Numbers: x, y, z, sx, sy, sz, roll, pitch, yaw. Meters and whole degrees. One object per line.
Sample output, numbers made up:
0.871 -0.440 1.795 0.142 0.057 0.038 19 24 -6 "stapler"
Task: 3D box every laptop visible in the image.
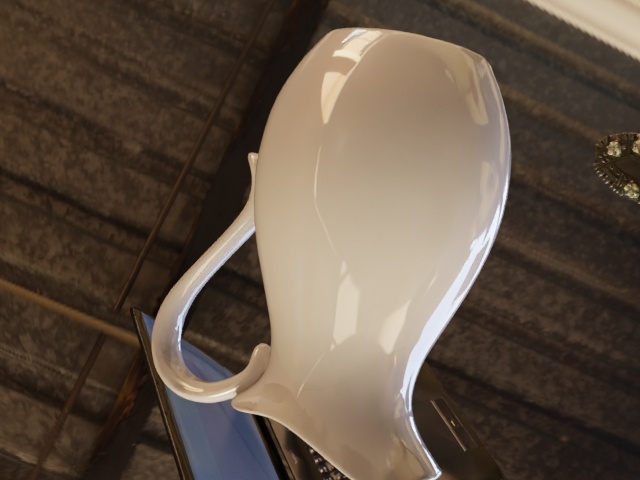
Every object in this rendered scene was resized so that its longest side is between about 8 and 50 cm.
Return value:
-0.002 0.136 0.784 0.264 0.234 0.137 -14 -55 -14 "laptop"

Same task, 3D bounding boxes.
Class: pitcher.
0.000 0.000 0.476 0.177 0.125 0.207 13 -88 24 "pitcher"

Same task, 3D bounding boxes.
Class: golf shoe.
0.560 -0.104 1.422 0.120 0.272 0.105 -20 -59 -53 "golf shoe"
